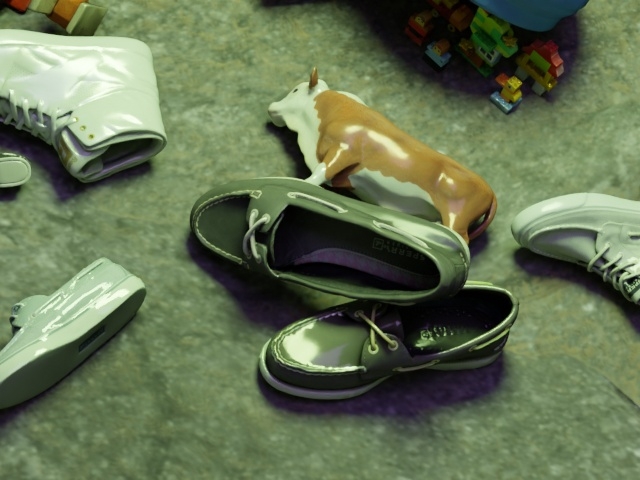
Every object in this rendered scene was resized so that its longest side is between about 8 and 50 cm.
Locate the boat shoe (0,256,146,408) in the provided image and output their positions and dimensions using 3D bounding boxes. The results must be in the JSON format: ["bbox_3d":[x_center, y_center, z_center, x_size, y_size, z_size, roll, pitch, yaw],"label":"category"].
[{"bbox_3d":[-0.291,0.095,1.518,0.081,0.079,0.227,38,51,18],"label":"boat shoe"}]

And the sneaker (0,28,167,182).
[{"bbox_3d":[-0.322,-0.150,1.636,0.292,0.108,0.169,-5,58,-19],"label":"sneaker"}]

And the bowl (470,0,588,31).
[{"bbox_3d":[0.187,-0.420,1.852,0.391,0.077,0.391,31,27,-18],"label":"bowl"}]

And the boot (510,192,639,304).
[{"bbox_3d":[0.366,0.018,1.721,0.258,0.095,0.123,0,52,-16],"label":"boot"}]

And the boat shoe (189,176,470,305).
[{"bbox_3d":[0.000,0.000,1.570,0.335,0.112,0.095,11,14,15],"label":"boat shoe"}]

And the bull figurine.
[{"bbox_3d":[0.061,-0.079,1.700,0.310,0.101,0.188,27,60,5],"label":"bull figurine"}]

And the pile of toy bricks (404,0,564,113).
[{"bbox_3d":[0.216,-0.270,1.854,0.212,0.105,0.118,43,58,13],"label":"pile of toy bricks"}]

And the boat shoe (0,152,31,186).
[{"bbox_3d":[-0.395,-0.081,1.615,0.125,0.038,0.046,-6,102,-12],"label":"boat shoe"}]

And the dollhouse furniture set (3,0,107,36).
[{"bbox_3d":[-0.340,-0.413,1.747,0.262,0.135,0.259,33,100,6],"label":"dollhouse furniture set"}]

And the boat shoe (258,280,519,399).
[{"bbox_3d":[0.080,0.104,1.595,0.305,0.091,0.109,-8,61,-19],"label":"boat shoe"}]
